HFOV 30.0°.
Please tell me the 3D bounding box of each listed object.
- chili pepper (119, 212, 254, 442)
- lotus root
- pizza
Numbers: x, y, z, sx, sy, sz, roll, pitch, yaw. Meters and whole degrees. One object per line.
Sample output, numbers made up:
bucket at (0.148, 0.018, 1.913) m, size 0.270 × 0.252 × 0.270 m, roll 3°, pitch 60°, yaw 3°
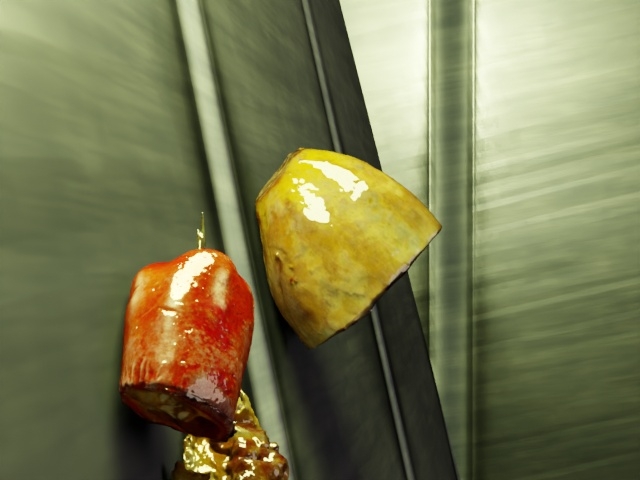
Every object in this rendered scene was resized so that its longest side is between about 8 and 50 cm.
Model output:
chili pepper at (-0.086, 0.049, 0.802) m, size 0.192 × 0.084 × 0.086 m, roll -88°, pitch 179°, yaw -45°
lotus root at (0.000, 0.000, 1.289) m, size 0.180 × 0.199 × 0.188 m, roll 46°, pitch -28°, yaw -5°
pizza at (-0.054, 0.187, 0.820) m, size 0.194 × 0.069 × 0.154 m, roll -78°, pitch 154°, yaw -74°
